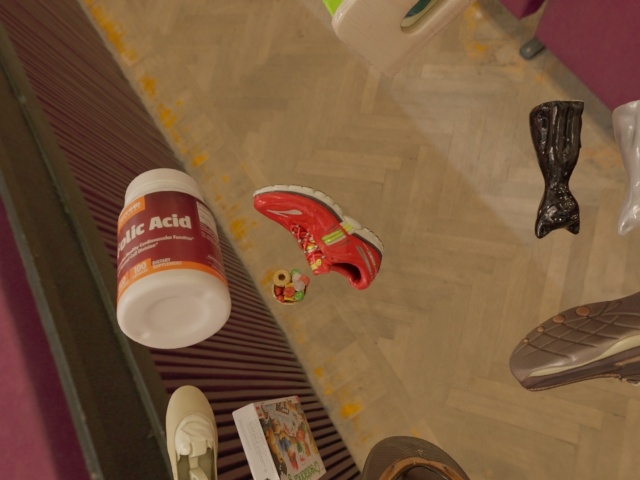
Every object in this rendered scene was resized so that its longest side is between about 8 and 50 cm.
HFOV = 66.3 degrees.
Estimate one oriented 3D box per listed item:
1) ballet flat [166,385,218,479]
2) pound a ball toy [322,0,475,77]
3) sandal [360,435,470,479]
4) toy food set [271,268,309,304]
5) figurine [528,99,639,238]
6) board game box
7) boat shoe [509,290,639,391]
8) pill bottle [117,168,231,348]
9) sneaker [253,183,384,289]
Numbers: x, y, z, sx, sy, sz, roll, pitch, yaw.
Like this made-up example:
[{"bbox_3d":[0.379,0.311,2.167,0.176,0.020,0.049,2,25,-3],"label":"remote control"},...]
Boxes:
[{"bbox_3d":[-0.196,0.357,0.780,0.086,0.086,0.248,-13,75,13],"label":"ballet flat"},{"bbox_3d":[0.115,-0.311,0.365,0.319,0.136,0.208,-39,63,26],"label":"pound a ball toy"},{"bbox_3d":[0.059,0.176,0.303,0.090,0.219,0.060,2,96,14],"label":"sandal"},{"bbox_3d":[-0.065,0.099,1.057,0.083,0.020,0.083,0,59,3],"label":"toy food set"},{"bbox_3d":[0.441,-0.108,0.769,0.215,0.092,0.209,0,94,3],"label":"figurine"},{"bbox_3d":[-0.080,0.445,1.063,0.053,0.305,0.192,-26,71,7],"label":"board game box"},{"bbox_3d":[0.455,0.152,0.694,0.355,0.132,0.130,-28,98,23],"label":"boat shoe"},{"bbox_3d":[-0.340,0.023,1.106,0.224,0.224,0.392,-30,46,7],"label":"pill bottle"},{"bbox_3d":[0.000,0.000,0.860,0.107,0.279,0.118,-23,42,55],"label":"sneaker"}]
